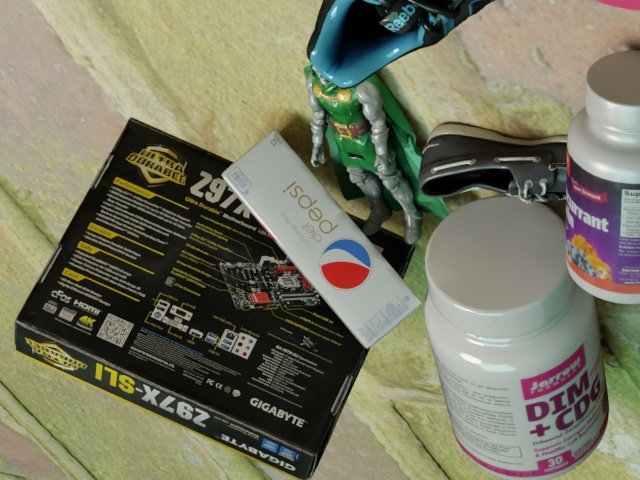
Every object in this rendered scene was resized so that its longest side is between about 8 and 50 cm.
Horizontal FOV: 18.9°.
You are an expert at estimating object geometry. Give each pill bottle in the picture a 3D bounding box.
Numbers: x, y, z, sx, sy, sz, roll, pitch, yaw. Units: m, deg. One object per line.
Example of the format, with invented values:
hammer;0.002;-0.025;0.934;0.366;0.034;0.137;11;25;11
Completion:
pill bottle;0.254;-0.053;1.564;0.108;0.108;0.193;13;132;22
pill bottle;0.185;0.094;1.819;0.160;0.160;0.283;13;148;22

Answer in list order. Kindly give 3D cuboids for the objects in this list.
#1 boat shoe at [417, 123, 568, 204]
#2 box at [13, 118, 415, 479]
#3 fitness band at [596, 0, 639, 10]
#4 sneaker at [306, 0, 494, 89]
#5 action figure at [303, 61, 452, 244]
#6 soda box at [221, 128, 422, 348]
boat shoe;0.183;-0.051;1.687;0.206;0.065;0.075;11;144;23
box;-0.103;0.056;1.888;0.322;0.257;0.079;23;150;4
fitness band;0.240;-0.269;1.230;0.209;0.054;0.291;28;133;-16
sneaker;0.111;-0.212;1.414;0.125;0.140;0.341;37;147;-13
action figure;0.037;-0.092;1.747;0.137;0.063;0.232;9;143;33
soda box;0.000;0.000;1.814;0.216;0.069;0.074;50;177;2
